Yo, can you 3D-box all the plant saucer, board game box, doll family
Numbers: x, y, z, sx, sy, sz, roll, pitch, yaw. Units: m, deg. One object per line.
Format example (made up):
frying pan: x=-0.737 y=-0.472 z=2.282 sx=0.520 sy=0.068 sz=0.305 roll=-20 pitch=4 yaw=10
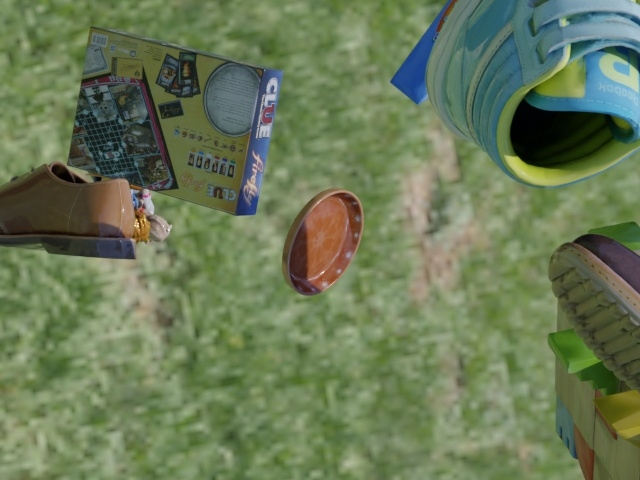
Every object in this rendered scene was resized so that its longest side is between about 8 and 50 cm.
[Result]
plant saucer: x=0.000 y=0.000 z=1.379 sx=0.083 sy=0.013 sz=0.083 roll=-32 pitch=136 yaw=-37
board game box: x=0.178 y=-0.262 z=2.176 sx=0.047 sy=0.210 sz=0.160 roll=40 pitch=22 yaw=7
doll family: x=-0.253 y=-0.083 z=2.375 sx=0.163 sy=0.118 sz=0.263 roll=55 pitch=-29 yaw=32
board game box: x=-0.166 y=-0.135 z=2.101 sx=0.042 sy=0.243 sz=0.165 roll=-4 pitch=108 yaw=-58

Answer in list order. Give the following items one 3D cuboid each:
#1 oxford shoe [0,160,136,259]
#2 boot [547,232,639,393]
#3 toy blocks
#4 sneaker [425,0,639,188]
oxford shoe: x=-0.232 y=-0.027 z=1.524 sx=0.076 sy=0.212 sz=0.076 roll=3 pitch=90 yaw=-59
boot: x=0.281 y=0.020 z=1.203 sx=0.248 sy=0.090 sz=0.207 roll=39 pitch=72 yaw=-13
toy blocks: x=0.306 y=0.195 z=1.676 sx=0.381 sy=0.191 sz=0.261 roll=-118 pitch=-159 yaw=-54
sneaker: x=0.190 y=-0.173 z=1.214 sx=0.208 sy=0.127 sz=0.319 roll=-114 pitch=-136 yaw=-63
